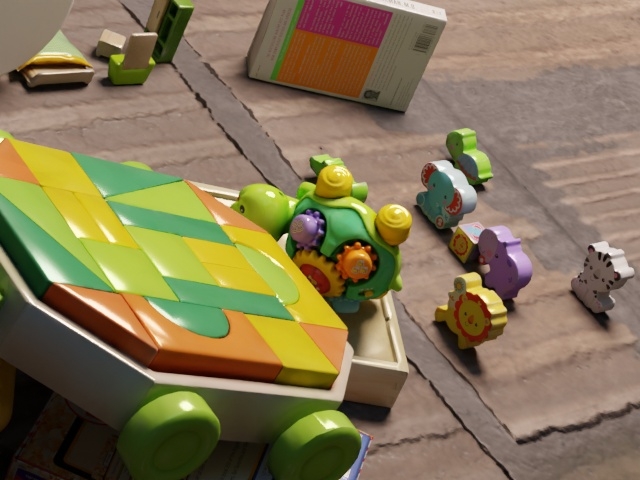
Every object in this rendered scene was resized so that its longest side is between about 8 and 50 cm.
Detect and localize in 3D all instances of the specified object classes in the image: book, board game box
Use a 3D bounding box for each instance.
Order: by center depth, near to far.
[{"bbox_3d":[-0.077,0.138,1.062,0.193,0.045,0.147,25,36,0],"label":"board game box"},{"bbox_3d":[0.022,-0.167,1.467,0.144,0.096,0.035,13,37,-17],"label":"book"}]

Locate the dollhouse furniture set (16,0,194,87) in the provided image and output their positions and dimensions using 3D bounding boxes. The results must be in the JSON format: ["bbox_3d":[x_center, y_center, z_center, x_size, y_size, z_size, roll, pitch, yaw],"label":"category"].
[{"bbox_3d":[-0.176,-0.167,1.383,0.151,0.059,0.076,-7,46,-37],"label":"dollhouse furniture set"}]

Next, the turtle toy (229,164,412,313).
[{"bbox_3d":[0.000,0.000,1.194,0.130,0.095,0.066,34,58,14],"label":"turtle toy"}]

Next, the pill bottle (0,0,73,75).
[{"bbox_3d":[-0.315,-0.256,1.329,0.160,0.160,0.283,-15,52,-42],"label":"pill bottle"}]

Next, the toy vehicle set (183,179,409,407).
[{"bbox_3d":[-0.079,0.025,1.215,0.266,0.035,0.166,12,37,-18],"label":"toy vehicle set"}]

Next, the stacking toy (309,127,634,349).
[{"bbox_3d":[0.119,-0.013,1.366,0.167,0.052,0.221,-11,48,-40],"label":"stacking toy"}]

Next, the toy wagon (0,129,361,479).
[{"bbox_3d":[-0.128,0.030,1.020,0.344,0.068,0.267,13,29,-48],"label":"toy wagon"}]

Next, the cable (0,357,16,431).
[{"bbox_3d":[-0.208,0.154,0.935,0.139,0.072,0.287,-13,51,-14],"label":"cable"}]
